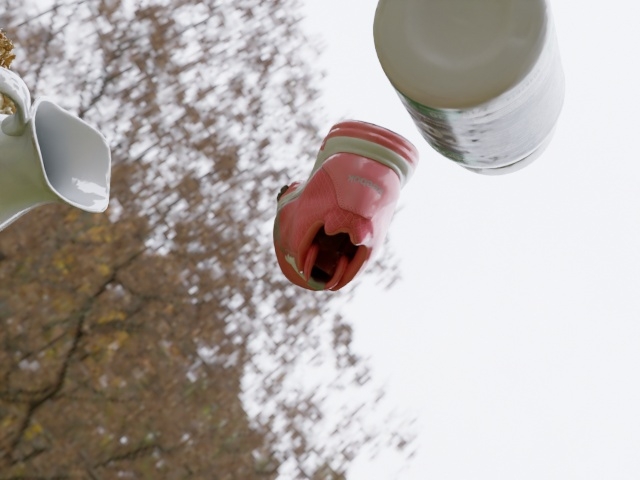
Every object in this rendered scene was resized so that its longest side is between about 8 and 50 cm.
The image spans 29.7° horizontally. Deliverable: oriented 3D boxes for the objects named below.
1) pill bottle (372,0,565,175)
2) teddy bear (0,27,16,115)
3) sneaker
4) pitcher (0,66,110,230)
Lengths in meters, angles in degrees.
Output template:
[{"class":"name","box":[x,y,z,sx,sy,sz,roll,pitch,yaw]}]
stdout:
[{"class":"pill bottle","box":[0.198,-0.207,1.499,0.204,0.204,0.361,36,-1,20]},{"class":"teddy bear","box":[-0.386,-0.110,1.218,0.338,0.113,0.245,1,-102,52]},{"class":"sneaker","box":[0.000,0.000,1.241,0.116,0.136,0.314,22,-27,-3]},{"class":"pitcher","box":[-0.300,-0.069,0.979,0.207,0.125,0.177,-11,-35,15]}]
